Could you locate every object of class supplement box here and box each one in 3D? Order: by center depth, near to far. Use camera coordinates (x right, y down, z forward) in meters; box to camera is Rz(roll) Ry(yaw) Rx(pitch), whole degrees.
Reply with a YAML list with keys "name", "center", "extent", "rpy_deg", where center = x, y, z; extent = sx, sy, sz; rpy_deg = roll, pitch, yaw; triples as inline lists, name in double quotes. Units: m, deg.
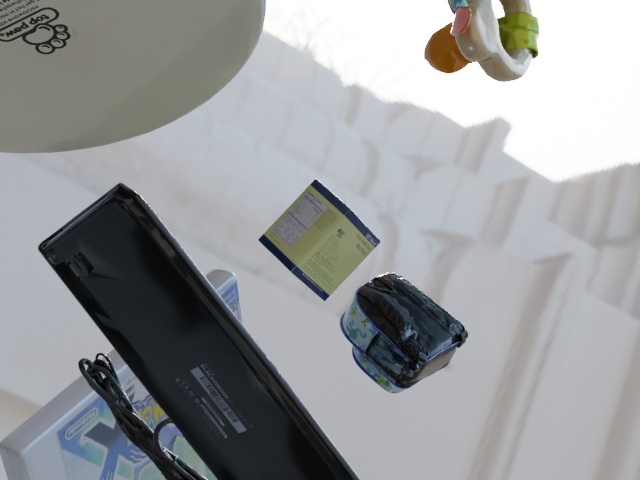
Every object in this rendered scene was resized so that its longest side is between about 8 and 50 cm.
- name: "supplement box"
  center: [0.000, 0.000, 1.184]
  extent: [0.083, 0.083, 0.056]
  rpy_deg: [-47, -123, 0]

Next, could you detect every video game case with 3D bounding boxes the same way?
- name: "video game case"
  center: [-0.173, 0.234, 1.242]
  extent: [0.036, 0.300, 0.329]
  rpy_deg: [13, -145, 30]

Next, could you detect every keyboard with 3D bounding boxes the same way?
- name: "keyboard"
  center: [-0.087, 0.116, 0.862]
  extent: [0.201, 0.317, 0.033]
  rpy_deg: [-29, -170, 45]

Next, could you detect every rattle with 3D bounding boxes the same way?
- name: "rattle"
  center: [0.125, -0.213, 1.185]
  extent: [0.142, 0.199, 0.130]
  rpy_deg: [13, -68, 30]

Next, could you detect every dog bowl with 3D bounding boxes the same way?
- name: "dog bowl"
  center: [-0.165, -0.161, 0.688]
  extent: [0.265, 0.264, 0.104]
  rpy_deg: [-39, -129, 45]

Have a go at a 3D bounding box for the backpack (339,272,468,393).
- name: "backpack"
  center: [0.079, 0.099, 1.277]
  extent: [0.105, 0.114, 0.084]
  rpy_deg: [-24, 152, -46]
